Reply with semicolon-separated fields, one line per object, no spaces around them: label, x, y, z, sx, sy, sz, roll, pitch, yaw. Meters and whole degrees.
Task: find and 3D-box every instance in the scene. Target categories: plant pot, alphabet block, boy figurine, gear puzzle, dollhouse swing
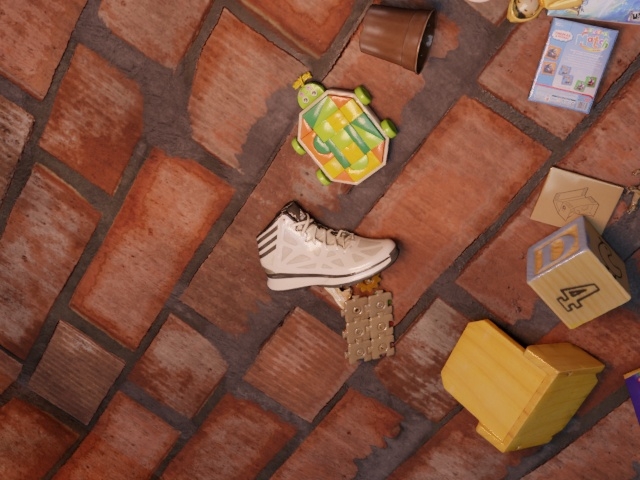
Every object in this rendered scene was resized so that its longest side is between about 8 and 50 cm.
plant pot;0.196;-0.529;1.700;0.165;0.167;0.167;17;118;14
alphabet block;0.708;0.089;1.821;0.197;0.192;0.193;45;125;-12
boy figurine;0.555;-0.618;1.533;0.285;0.092;0.177;-31;104;25
gear puzzle;0.146;0.235;2.107;0.175;0.044;0.339;-11;114;-12
dollhouse swing;0.622;0.431;2.090;0.315;0.305;0.347;1;123;-33

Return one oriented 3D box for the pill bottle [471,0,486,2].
pill bottle;0.382;-0.632;1.560;0.124;0.221;0.124;6;116;12

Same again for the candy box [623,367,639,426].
candy box;1.033;0.453;1.847;0.268;0.317;0.122;-34;101;24

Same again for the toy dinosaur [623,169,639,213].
toy dinosaur;0.882;-0.152;1.763;0.092;0.053;0.183;31;127;-19

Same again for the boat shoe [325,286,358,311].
boat shoe;0.072;0.167;2.107;0.059;0.063;0.170;-37;105;24

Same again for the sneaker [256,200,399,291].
sneaker;-0.001;0.001;1.987;0.447;0.169;0.258;-11;113;22

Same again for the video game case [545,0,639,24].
video game case;0.687;-0.662;1.559;0.244;0.061;0.270;10;117;11

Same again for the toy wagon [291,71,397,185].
toy wagon;0.039;-0.324;1.881;0.267;0.068;0.344;-35;102;25

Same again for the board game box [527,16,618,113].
board game box;0.641;-0.447;1.683;0.160;0.039;0.212;15;118;7

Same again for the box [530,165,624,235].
box;0.712;-0.105;1.836;0.201;0.021;0.164;17;118;6
